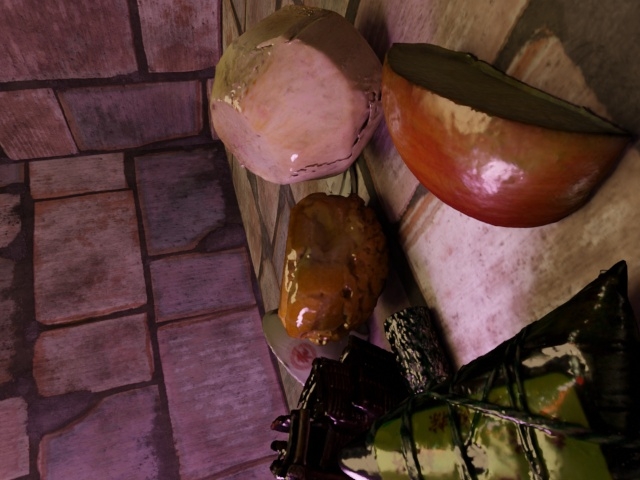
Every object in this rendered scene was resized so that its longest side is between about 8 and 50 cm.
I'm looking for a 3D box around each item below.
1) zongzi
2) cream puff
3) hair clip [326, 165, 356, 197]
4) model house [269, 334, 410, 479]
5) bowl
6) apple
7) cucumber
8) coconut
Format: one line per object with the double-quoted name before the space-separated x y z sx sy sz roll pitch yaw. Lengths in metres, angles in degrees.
"zongzi" 0.254 0.274 0.498 0.383 0.319 0.362 -51 46 45
"cream puff" 0.031 0.061 1.034 0.343 0.231 0.327 -97 17 -71
"hair clip" 0.051 -0.166 1.205 0.220 0.054 0.140 101 150 -56
"model house" 0.043 0.335 0.955 0.297 0.317 0.283 -21 49 60
"bowl" 0.023 0.251 1.248 0.157 0.337 0.337 -50 34 12
"apple" 0.194 -0.137 0.608 0.179 0.254 0.346 -47 40 14
"cucumber" 0.209 0.301 0.853 0.096 0.096 0.360 114 143 -62
"coconut" -0.032 -0.296 0.967 0.352 0.352 0.353 170 90 -74
